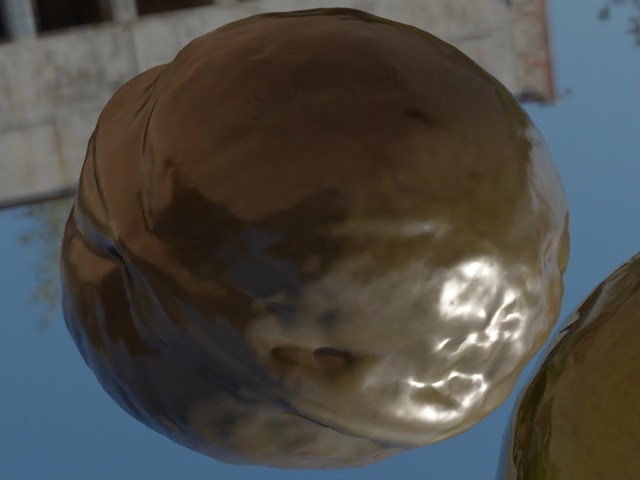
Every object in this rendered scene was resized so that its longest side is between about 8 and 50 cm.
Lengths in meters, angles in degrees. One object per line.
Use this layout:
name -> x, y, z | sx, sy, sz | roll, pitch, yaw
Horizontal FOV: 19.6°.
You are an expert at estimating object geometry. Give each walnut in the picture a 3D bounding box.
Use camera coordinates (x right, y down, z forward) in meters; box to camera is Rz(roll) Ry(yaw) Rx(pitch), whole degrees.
walnut -> 0.001, 0.001, 0.546 | 0.140, 0.140, 0.162 | 4, -174, 33

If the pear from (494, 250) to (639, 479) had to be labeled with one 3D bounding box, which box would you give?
pear -> 0.255, 0.156, 1.028 | 0.352, 0.352, 0.413 | -4, -143, 13
